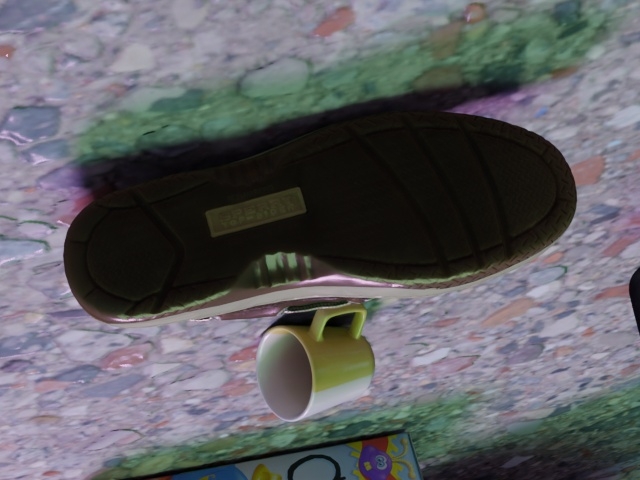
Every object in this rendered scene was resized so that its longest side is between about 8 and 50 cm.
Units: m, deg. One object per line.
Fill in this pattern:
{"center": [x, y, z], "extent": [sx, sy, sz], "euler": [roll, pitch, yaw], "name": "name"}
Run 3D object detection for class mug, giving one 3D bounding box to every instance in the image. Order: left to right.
{"center": [0.005, 0.080, 1.043], "extent": [0.064, 0.062, 0.078], "euler": [-6, 163, -38], "name": "mug"}

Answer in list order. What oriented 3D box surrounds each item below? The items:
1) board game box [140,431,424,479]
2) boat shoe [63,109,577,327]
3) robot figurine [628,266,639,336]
{"center": [-0.053, 0.266, 1.311], "extent": [0.275, 0.142, 0.144], "euler": [-8, 155, -15], "name": "board game box"}
{"center": [-0.001, -0.008, 0.826], "extent": [0.257, 0.095, 0.095], "euler": [-6, 169, -5], "name": "boat shoe"}
{"center": [0.340, 0.038, 0.998], "extent": [0.278, 0.209, 0.173], "euler": [-10, 118, -11], "name": "robot figurine"}
